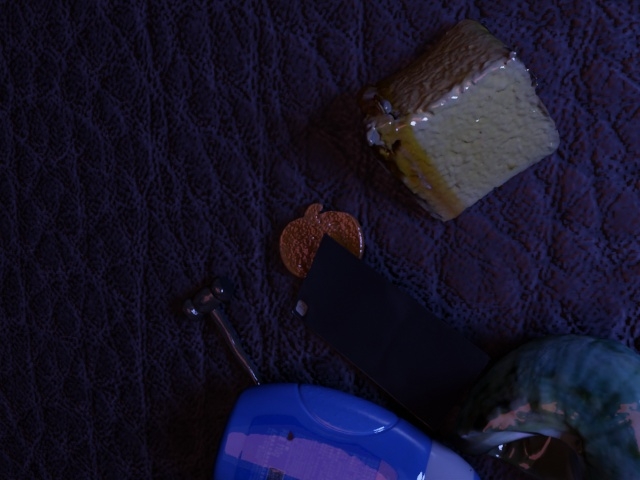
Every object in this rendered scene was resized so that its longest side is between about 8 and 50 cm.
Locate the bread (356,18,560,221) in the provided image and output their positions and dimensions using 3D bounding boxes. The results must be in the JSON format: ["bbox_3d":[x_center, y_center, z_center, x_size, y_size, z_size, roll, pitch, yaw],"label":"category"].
[{"bbox_3d":[0.121,-0.106,0.578,0.147,0.127,0.152,-30,119,17],"label":"bread"}]

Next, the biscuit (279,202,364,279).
[{"bbox_3d":[0.000,0.000,0.652,0.091,0.015,0.078,-8,91,19],"label":"biscuit"}]

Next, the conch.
[{"bbox_3d":[0.224,0.158,0.540,0.188,0.122,0.175,29,131,14],"label":"conch"}]

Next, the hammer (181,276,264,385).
[{"bbox_3d":[-0.052,0.174,0.685,0.058,0.029,0.292,-34,86,21],"label":"hammer"}]

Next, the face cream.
[{"bbox_3d":[0.033,0.229,0.619,0.264,0.083,0.149,18,94,8],"label":"face cream"}]

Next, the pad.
[{"bbox_3d":[0.058,0.089,0.613,0.193,0.004,0.116,38,129,20],"label":"pad"}]
